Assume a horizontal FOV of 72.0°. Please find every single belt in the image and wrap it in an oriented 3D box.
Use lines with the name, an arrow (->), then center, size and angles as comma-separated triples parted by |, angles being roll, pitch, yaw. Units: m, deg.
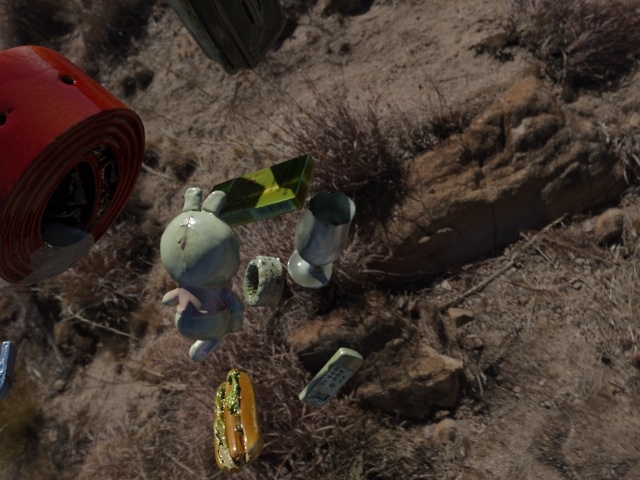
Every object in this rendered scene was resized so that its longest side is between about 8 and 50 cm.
belt -> -0.341, -0.068, 0.540 | 0.324, 0.115, 0.227 | -48, 3, 46

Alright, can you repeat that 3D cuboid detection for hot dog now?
hot dog -> -0.238, 0.474, 1.211 | 0.135, 0.100, 0.337 | -39, 26, 4

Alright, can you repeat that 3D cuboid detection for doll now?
doll -> -0.193, 0.056, 0.727 | 0.155, 0.113, 0.275 | 7, 113, 18

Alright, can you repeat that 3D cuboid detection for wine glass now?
wine glass -> 0.000, 0.000, 0.828 | 0.222, 0.103, 0.103 | 111, 156, -55

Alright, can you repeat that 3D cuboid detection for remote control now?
remote control -> 0.034, 0.433, 1.383 | 0.233, 0.098, 0.038 | -51, 30, 16
remote control -> -0.443, 0.406, 1.812 | 0.221, 0.078, 0.042 | -45, 25, -25

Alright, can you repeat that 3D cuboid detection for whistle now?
whistle -> -0.725, 0.304, 0.960 | 0.090, 0.090, 0.158 | -32, 53, 20

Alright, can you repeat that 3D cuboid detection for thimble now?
thimble -> -0.120, 0.087, 0.938 | 0.084, 0.062, 0.109 | 20, 102, 52

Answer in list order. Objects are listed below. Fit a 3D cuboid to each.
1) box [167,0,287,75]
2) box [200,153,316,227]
box -> -0.215, -0.550, 1.007 | 0.166, 0.290, 0.220 | 26, 78, 25
box -> -0.168, -0.111, 1.097 | 0.311, 0.043, 0.173 | -13, 40, 26
